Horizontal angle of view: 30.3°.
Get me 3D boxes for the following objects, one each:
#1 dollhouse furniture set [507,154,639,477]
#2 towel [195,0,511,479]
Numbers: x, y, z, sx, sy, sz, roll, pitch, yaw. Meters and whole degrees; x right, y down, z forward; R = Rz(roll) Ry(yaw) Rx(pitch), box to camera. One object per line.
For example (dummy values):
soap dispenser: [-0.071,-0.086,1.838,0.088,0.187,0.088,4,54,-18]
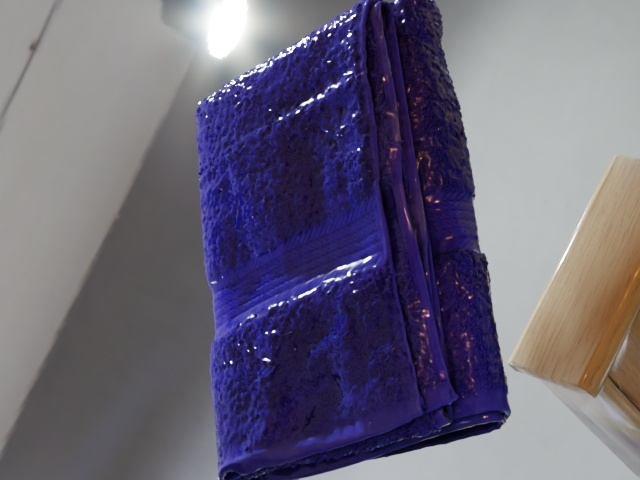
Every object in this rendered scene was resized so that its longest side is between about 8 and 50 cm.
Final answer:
dollhouse furniture set: [0.268,0.098,0.477,0.174,0.355,0.303,41,-107,-43]
towel: [0.000,0.000,0.794,0.076,0.227,0.308,22,-126,-47]
